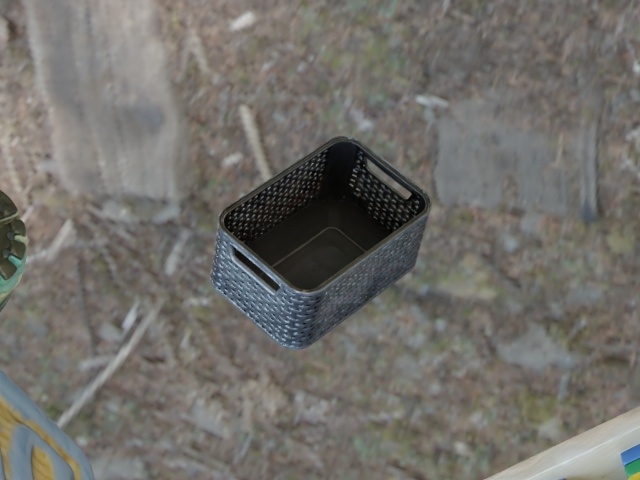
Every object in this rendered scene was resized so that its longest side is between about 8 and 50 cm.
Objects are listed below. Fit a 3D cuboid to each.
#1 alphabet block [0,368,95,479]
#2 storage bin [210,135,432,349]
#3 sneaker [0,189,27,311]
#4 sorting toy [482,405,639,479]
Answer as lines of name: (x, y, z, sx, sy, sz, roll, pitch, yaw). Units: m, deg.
alphabet block: (-0.249, 0.210, 0.966, 0.197, 0.192, 0.193, -23, 143, 4)
storage bin: (0.000, 0.000, 1.423, 0.122, 0.180, 0.084, 39, 143, 23)
sneaker: (-0.345, 0.005, 1.074, 0.283, 0.110, 0.122, 17, 149, -3)
sorting toy: (0.310, 0.275, 1.408, 0.257, 0.089, 0.255, -29, 123, 17)
